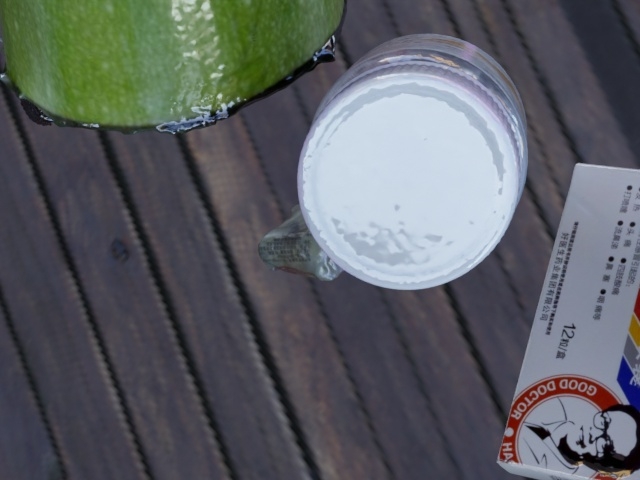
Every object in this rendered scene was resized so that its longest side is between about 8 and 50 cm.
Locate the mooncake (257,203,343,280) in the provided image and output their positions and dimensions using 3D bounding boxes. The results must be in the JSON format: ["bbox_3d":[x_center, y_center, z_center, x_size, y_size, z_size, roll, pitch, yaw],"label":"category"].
[{"bbox_3d":[0.000,0.000,1.898,0.130,0.125,0.073,-36,117,-38],"label":"mooncake"}]

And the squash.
[{"bbox_3d":[-0.145,-0.294,1.251,0.310,0.308,0.310,-5,41,4],"label":"squash"}]

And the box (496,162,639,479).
[{"bbox_3d":[0.336,0.096,1.658,0.214,0.069,0.353,8,73,28],"label":"box"}]

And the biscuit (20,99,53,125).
[{"bbox_3d":[-0.260,-0.155,1.547,0.087,0.089,0.027,-24,53,-31],"label":"biscuit"}]

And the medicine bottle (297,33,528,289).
[{"bbox_3d":[0.074,-0.065,1.159,0.165,0.273,0.165,1,102,6],"label":"medicine bottle"}]
